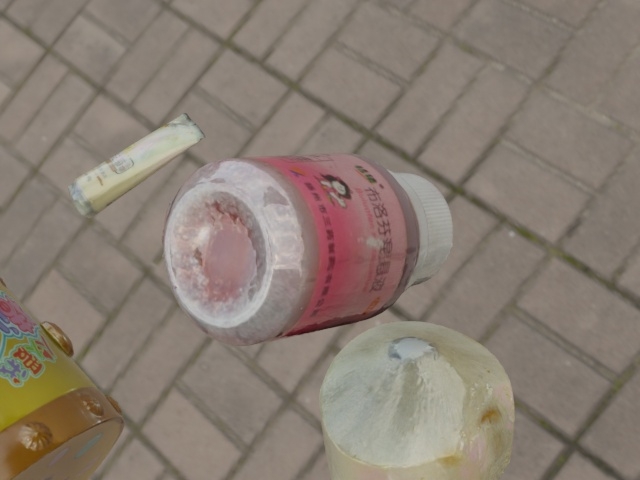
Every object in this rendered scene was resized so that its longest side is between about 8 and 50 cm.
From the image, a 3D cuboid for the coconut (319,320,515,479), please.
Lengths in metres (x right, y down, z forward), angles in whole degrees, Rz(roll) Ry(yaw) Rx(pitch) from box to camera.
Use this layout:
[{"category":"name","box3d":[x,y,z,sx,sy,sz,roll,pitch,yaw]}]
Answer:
[{"category":"coconut","box3d":[0.106,0.203,1.422,0.241,0.241,0.241,-14,60,26]}]

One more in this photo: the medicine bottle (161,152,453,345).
[{"category":"medicine bottle","box3d":[0.000,0.000,1.009,0.147,0.247,0.147,5,98,38]}]

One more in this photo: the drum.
[{"category":"drum","box3d":[-0.396,0.225,1.129,0.214,0.431,0.431,44,94,8]}]

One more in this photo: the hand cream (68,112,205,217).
[{"category":"hand cream","box3d":[-0.180,-0.074,1.230,0.143,0.039,0.061,-36,34,-7]}]
